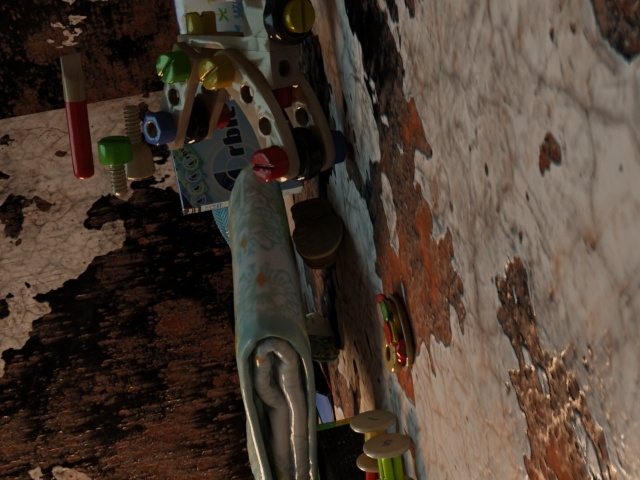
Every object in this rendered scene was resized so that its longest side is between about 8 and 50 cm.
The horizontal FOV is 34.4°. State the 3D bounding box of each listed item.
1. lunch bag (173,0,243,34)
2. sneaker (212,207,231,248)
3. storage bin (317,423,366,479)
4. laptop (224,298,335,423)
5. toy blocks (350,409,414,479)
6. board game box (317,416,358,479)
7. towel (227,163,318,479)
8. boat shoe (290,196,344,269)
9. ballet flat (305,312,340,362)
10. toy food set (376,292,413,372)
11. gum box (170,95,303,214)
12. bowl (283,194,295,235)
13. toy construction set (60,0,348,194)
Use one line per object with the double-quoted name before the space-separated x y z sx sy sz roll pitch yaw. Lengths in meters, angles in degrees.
"lunch bag" -0.106 -0.311 1.251 0.096 0.151 0.129 -118 17 -62
"sneaker" -0.123 -0.031 1.868 0.092 0.087 0.229 -34 -73 -53
"storage bin" 0.051 0.333 1.316 0.122 0.084 0.180 -119 20 -64
"laptop" -0.067 0.251 1.828 0.136 0.264 0.234 -61 22 14
"toy blocks" 0.077 0.281 1.167 0.123 0.054 0.148 -128 28 -74
"board game box" 0.001 0.366 1.561 0.039 0.124 0.259 -111 13 -52
"towel" -0.068 0.140 1.343 0.320 0.090 0.374 -104 10 -49
"boat shoe" 0.000 0.000 1.298 0.178 0.064 0.060 -105 1 -69
"ballet flat" -0.010 0.142 1.561 0.188 0.070 0.070 -175 73 -78
"toy food set" 0.073 0.092 1.042 0.083 0.020 0.083 121 137 -79
"gum box" -0.133 -0.134 1.572 0.041 0.184 0.157 116 142 -77
"bowl" -0.083 -0.088 1.764 0.142 0.053 0.142 -111 14 -47
"toy construction set" -0.127 -0.195 1.131 0.257 0.309 0.237 -133 36 -60
